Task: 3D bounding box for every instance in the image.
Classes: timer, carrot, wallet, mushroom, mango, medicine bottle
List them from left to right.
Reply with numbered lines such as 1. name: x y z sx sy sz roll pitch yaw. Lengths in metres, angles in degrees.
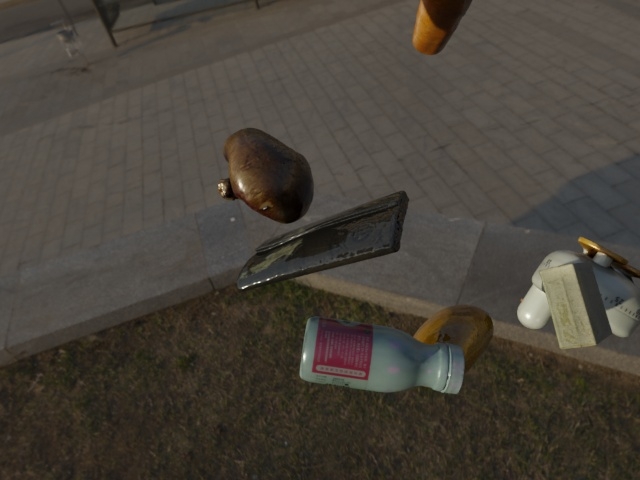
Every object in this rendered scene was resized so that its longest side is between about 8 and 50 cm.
1. mushroom: -0.093 -0.133 0.919 0.194 0.138 0.231 8 32 -32
2. wallet: 0.000 0.000 0.864 0.320 0.044 0.171 -16 29 27
3. medicine bottle: 0.083 0.163 0.666 0.216 0.091 0.091 8 46 1
4. carrot: 0.196 -0.376 0.762 0.087 0.193 0.087 -1 70 3
5. mango: 0.219 0.186 0.833 0.227 0.147 0.109 -24 80 -48
6. timer: 0.582 0.134 1.076 0.233 0.233 0.240 39 103 40

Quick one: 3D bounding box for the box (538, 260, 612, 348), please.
1. box: 0.258 0.063 0.484 0.035 0.083 0.080 -20 75 38
